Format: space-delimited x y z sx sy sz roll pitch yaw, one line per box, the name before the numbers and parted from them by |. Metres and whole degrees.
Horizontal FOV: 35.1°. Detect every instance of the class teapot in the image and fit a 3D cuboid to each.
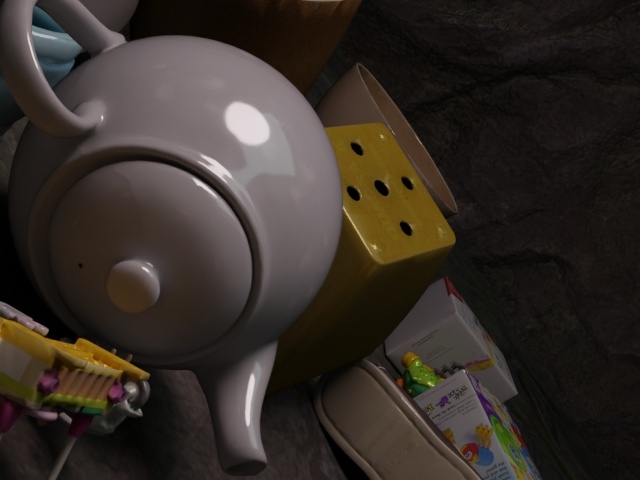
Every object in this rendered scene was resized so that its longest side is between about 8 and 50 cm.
teapot | -0.107 -0.013 0.679 0.256 0.253 0.187 22 23 -2

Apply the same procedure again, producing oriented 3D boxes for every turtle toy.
turtle toy | 0.154 0.219 1.423 0.095 0.066 0.130 36 -5 41

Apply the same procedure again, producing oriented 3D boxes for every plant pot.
plant pot | 0.062 -0.114 1.620 0.284 0.191 0.284 53 13 -18
plant pot | 0.000 0.000 0.981 0.212 0.187 0.212 -13 68 -52
plant pot | -0.102 -0.194 1.045 0.237 0.254 0.237 16 34 -11

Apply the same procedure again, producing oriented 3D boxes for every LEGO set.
LEGO set | -0.199 0.077 0.506 0.132 0.107 0.287 22 -7 39

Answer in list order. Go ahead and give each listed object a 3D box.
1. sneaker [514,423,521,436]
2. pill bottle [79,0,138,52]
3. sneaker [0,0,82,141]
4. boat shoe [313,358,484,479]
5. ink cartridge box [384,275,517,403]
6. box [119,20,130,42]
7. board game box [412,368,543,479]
sneaker | 0.277 0.339 1.568 0.087 0.083 0.221 26 28 -51
pill bottle | -0.277 -0.321 0.957 0.161 0.161 0.283 36 24 -57
sneaker | -0.304 -0.233 0.673 0.366 0.150 0.135 49 14 -30
boat shoe | 0.110 0.259 1.041 0.324 0.116 0.096 52 7 34
ink cartridge box | 0.195 0.175 1.546 0.176 0.127 0.128 53 13 -20
box | -0.258 -0.314 1.163 0.170 0.091 0.130 57 13 3
board game box | 0.183 0.312 1.139 0.142 0.144 0.275 43 19 -47
